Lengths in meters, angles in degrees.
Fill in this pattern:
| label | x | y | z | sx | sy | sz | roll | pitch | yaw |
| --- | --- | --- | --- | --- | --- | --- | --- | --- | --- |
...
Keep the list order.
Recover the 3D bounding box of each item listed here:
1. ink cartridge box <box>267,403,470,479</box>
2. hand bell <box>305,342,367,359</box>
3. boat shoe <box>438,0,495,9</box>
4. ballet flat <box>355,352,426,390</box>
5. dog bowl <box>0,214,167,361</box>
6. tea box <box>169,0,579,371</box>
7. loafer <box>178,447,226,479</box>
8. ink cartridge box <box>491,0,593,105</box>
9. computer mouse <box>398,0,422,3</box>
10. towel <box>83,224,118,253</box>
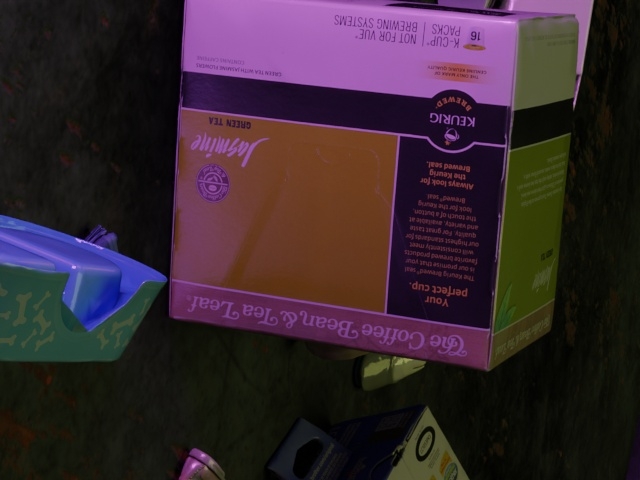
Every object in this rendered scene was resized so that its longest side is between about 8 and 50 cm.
| label | x | y | z | sx | sy | sz | roll | pitch | yaw |
| --- | --- | --- | --- | --- | --- | --- | --- | --- | --- |
| ink cartridge box | 0.084 | 0.378 | 2.063 | 0.395 | 0.151 | 0.270 | 61 | 34 | -19 |
| hand bell | 0.000 | 0.000 | 1.955 | 0.126 | 0.126 | 0.242 | -60 | 136 | -43 |
| boat shoe | 0.207 | -0.405 | 2.321 | 0.084 | 0.095 | 0.258 | -8 | 116 | -71 |
| ballet flat | 0.112 | 0.134 | 2.279 | 0.213 | 0.068 | 0.072 | -38 | 131 | -59 |
| dog bowl | -0.232 | 0.032 | 1.305 | 0.297 | 0.166 | 0.074 | 11 | 99 | -68 |
| tea box | 0.052 | -0.069 | 1.722 | 0.220 | 0.329 | 0.323 | -17 | 114 | -66 |
| loafer | -0.110 | 0.257 | 1.825 | 0.039 | 0.045 | 0.125 | -53 | 141 | -20 |
| ink cartridge box | 0.291 | -0.310 | 2.410 | 0.207 | 0.119 | 0.353 | 122 | -22 | -83 |
| computer mouse | 0.087 | -0.189 | 2.148 | 0.071 | 0.041 | 0.242 | 60 | 44 | -58 |
| towel | -0.207 | 0.045 | 1.527 | 0.119 | 0.029 | 0.067 | -55 | 145 | -50 |
